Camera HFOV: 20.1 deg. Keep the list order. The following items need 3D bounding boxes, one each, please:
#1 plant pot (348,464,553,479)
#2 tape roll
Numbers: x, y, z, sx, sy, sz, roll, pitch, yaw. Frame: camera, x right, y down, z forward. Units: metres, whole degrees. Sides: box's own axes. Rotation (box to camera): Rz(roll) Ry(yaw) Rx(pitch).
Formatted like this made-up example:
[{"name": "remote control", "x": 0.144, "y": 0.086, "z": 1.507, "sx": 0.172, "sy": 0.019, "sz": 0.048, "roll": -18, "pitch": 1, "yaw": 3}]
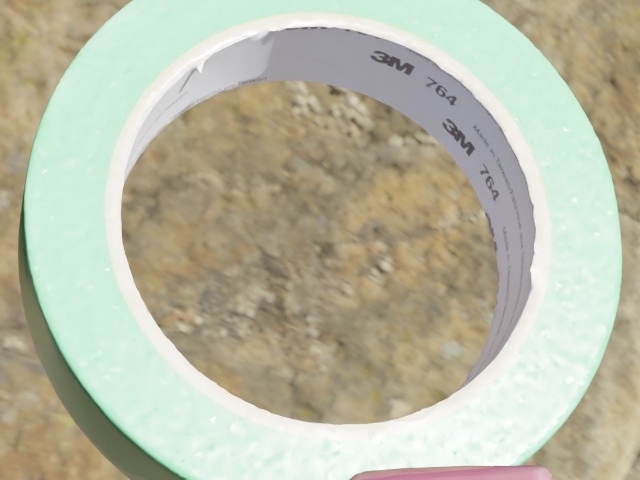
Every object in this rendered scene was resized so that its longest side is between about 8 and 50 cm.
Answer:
[{"name": "plant pot", "x": -0.025, "y": 0.160, "z": 0.457, "sx": 0.180, "sy": 0.201, "sz": 0.201, "roll": -3, "pitch": 74, "yaw": 9}, {"name": "tape roll", "x": 0.000, "y": 0.000, "z": 0.976, "sx": 0.321, "sy": 0.077, "sz": 0.321, "roll": 4, "pitch": 70, "yaw": -10}]
